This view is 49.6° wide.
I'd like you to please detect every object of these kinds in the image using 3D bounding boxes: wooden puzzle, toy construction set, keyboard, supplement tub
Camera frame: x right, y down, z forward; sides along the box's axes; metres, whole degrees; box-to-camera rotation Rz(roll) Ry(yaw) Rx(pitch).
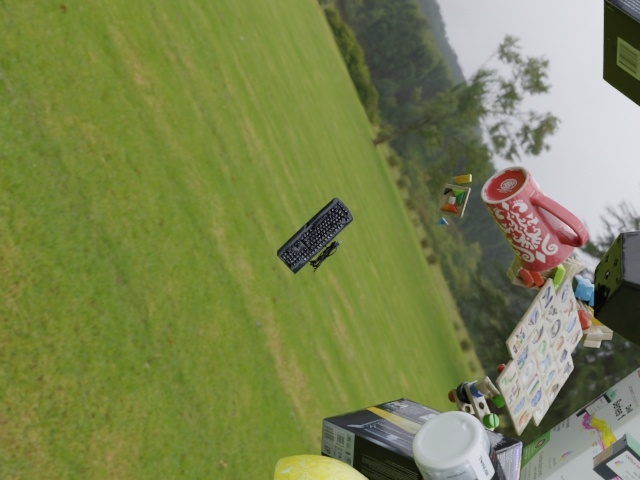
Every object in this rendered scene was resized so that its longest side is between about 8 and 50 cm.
[{"bbox_3d":[0.286,-0.088,1.504,0.014,0.078,0.117,18,82,-44],"label":"wooden puzzle"},{"bbox_3d":[0.402,0.484,1.710,0.237,0.309,0.257,50,23,3],"label":"toy construction set"},{"bbox_3d":[0.000,0.000,1.572,0.100,0.192,0.038,46,1,-20],"label":"keyboard"},{"bbox_3d":[0.223,0.366,1.059,0.117,0.116,0.191,-89,154,-63],"label":"supplement tub"}]

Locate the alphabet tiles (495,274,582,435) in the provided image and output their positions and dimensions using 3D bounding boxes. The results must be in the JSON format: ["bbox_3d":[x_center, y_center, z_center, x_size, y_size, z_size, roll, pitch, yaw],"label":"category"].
[{"bbox_3d":[0.467,0.244,1.459,0.011,0.285,0.343,21,-27,41],"label":"alphabet tiles"}]

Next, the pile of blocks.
[{"bbox_3d":[0.629,0.141,1.736,0.362,0.149,0.113,37,23,-14],"label":"pile of blocks"}]

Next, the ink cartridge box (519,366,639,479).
[{"bbox_3d":[0.453,0.325,1.071,0.117,0.278,0.201,50,17,9],"label":"ink cartridge box"}]

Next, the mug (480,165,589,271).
[{"bbox_3d":[0.377,-0.047,1.211,0.169,0.150,0.113,48,40,-27],"label":"mug"}]

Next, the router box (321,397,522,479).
[{"bbox_3d":[0.190,0.404,1.345,0.242,0.308,0.081,-2,98,-41],"label":"router box"}]

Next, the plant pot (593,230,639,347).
[{"bbox_3d":[0.620,0.089,1.306,0.188,0.166,0.188,99,7,-52],"label":"plant pot"}]

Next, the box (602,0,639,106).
[{"bbox_3d":[0.811,-0.496,1.567,0.183,0.294,0.296,53,1,32],"label":"box"}]

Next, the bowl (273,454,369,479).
[{"bbox_3d":[0.051,0.446,1.033,0.289,0.155,0.290,-20,90,-85],"label":"bowl"}]
